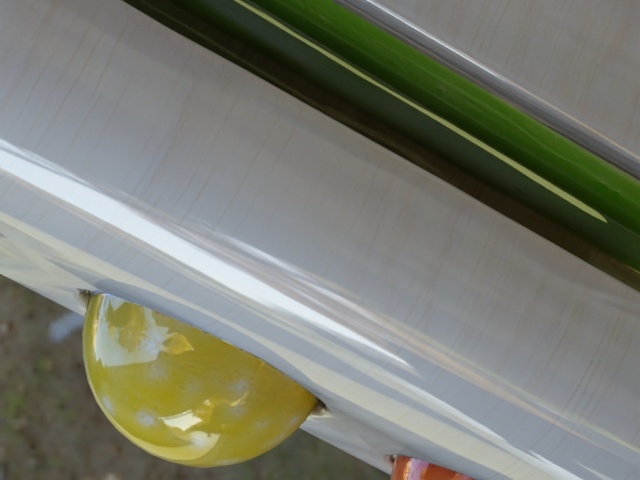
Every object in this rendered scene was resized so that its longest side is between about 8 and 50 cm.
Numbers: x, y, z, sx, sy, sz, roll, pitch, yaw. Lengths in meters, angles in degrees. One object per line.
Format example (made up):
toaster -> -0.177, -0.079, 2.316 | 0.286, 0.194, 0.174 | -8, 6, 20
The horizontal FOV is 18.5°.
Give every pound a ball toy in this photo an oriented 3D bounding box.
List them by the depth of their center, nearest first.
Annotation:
pound a ball toy -> 0.000, 0.000, 0.471 | 0.136, 0.319, 0.208 | -64, 16, -13
